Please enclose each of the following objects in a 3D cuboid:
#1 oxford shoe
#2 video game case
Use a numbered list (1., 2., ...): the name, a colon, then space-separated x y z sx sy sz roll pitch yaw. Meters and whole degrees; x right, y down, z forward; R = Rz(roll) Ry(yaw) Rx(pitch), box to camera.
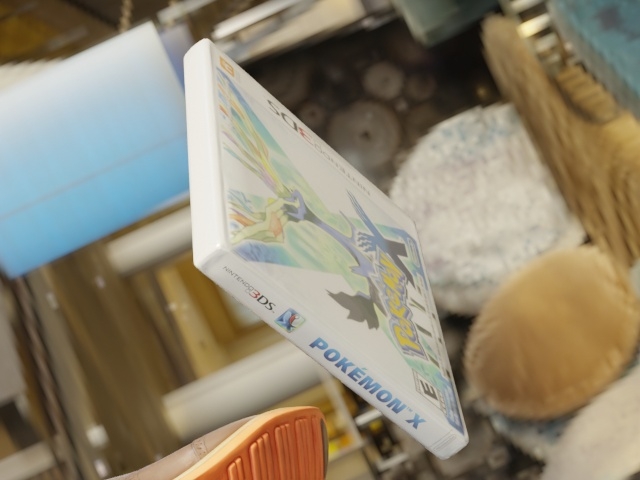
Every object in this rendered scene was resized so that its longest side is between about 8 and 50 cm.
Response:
1. oxford shoe: -0.117 0.217 1.380 0.364 0.133 0.130 -21 -69 -55
2. video game case: 0.000 0.000 1.430 0.300 0.036 0.329 40 -157 -29
